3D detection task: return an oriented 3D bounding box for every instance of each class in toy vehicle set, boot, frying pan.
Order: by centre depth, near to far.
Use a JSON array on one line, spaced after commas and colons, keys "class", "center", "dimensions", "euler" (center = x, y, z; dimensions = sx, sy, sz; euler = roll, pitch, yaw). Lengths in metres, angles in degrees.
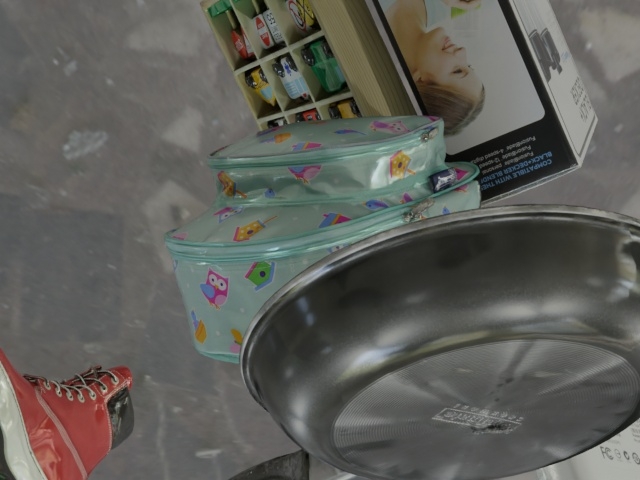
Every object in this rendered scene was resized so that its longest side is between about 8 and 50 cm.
[{"class": "frying pan", "center": [0.012, 0.078, 0.558], "dimensions": [0.326, 0.197, 0.053], "euler": [-26, 52, 23]}, {"class": "toy vehicle set", "center": [-0.014, -0.134, 0.974], "dimensions": [0.035, 0.267, 0.166], "euler": [-28, 99, -15]}, {"class": "boot", "center": [-0.268, 0.144, 1.246], "dimensions": [0.088, 0.244, 0.176], "euler": [15, 46, 33]}]

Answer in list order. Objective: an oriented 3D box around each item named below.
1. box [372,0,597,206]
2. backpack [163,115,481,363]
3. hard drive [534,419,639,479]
[{"class": "box", "center": [0.095, -0.182, 0.885], "dimensions": [0.087, 0.169, 0.290], "euler": [-21, 98, 21]}, {"class": "backpack", "center": [0.000, 0.000, 0.784], "dimensions": [0.166, 0.188, 0.144], "euler": [0, 113, 37]}, {"class": "hard drive", "center": [0.261, 0.235, 0.939], "dimensions": [0.047, 0.233, 0.353], "euler": [-38, 53, 33]}]
